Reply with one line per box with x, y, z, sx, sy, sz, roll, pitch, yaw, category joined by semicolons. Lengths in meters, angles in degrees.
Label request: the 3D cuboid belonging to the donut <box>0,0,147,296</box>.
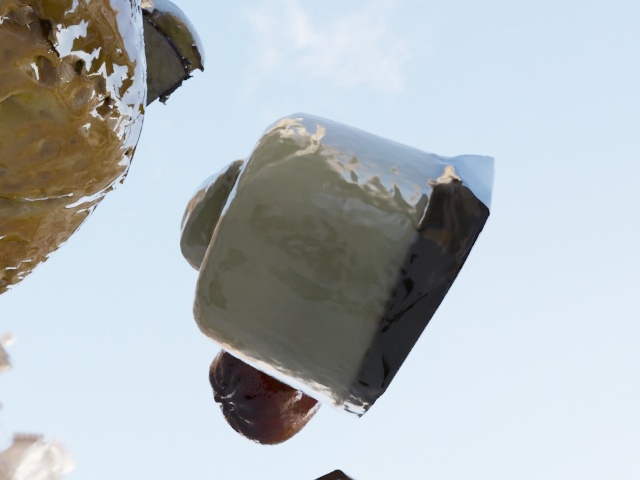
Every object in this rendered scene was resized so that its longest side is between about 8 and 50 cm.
-0.219;-0.066;0.425;0.317;0.299;0.150;-43;-132;39;donut

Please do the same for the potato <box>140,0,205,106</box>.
-0.159;-0.134;0.889;0.172;0.089;0.100;-33;-77;36;potato

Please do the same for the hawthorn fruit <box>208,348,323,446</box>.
-0.053;0.177;1.567;0.157;0.194;0.157;32;-42;33;hawthorn fruit

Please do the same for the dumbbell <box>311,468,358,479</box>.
-0.021;0.309;1.120;0.082;0.092;0.231;11;-46;-26;dumbbell

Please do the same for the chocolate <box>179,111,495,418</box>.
0.000;0.000;1.298;0.297;0.314;0.326;32;-68;-4;chocolate
